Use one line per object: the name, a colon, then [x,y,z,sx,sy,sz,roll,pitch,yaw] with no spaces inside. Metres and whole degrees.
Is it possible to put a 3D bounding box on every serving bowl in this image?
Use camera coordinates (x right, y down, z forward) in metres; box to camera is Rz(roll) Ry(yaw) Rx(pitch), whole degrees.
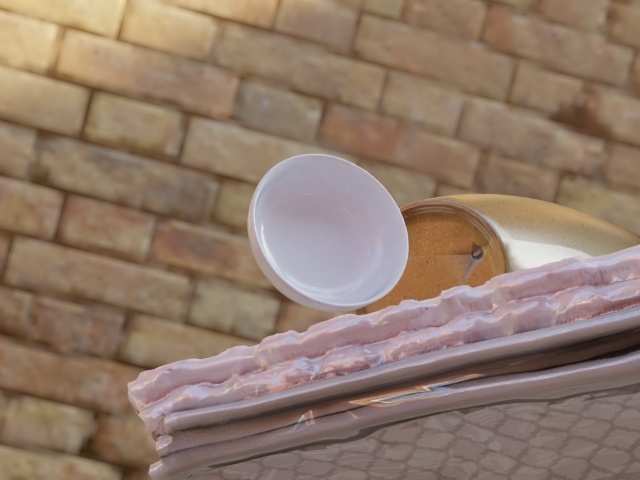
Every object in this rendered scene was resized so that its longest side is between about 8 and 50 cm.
serving bowl: [0.000,0.000,0.935,0.083,0.083,0.027,14,-31,-20]

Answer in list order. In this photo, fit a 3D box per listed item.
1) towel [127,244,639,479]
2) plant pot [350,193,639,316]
towel: [0.132,0.110,0.786,0.332,0.053,0.317,-16,-38,17]
plant pot: [0.127,0.062,1.382,0.237,0.237,0.254,14,-8,28]
